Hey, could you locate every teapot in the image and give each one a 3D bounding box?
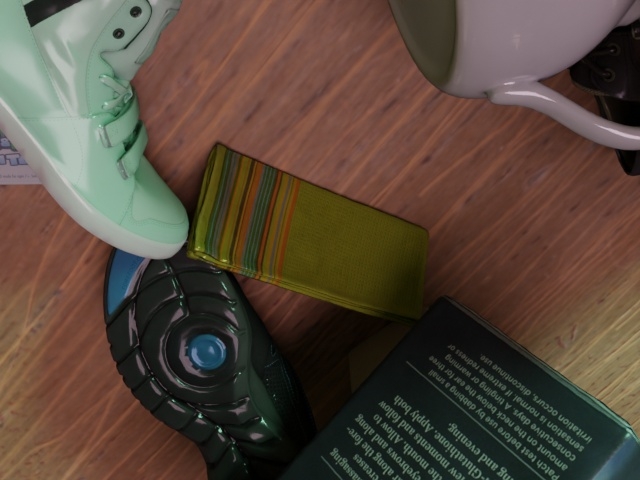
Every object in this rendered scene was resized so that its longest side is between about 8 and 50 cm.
[{"bbox_3d":[0.138,-0.216,0.514,0.187,0.252,0.256,-16,129,-3],"label":"teapot"}]

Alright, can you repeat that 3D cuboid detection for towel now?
[{"bbox_3d":[0.000,0.000,0.730,0.237,0.102,0.021,20,160,-27],"label":"towel"}]

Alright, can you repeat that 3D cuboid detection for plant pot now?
[{"bbox_3d":[0.087,0.151,0.855,0.096,0.109,0.109,-17,129,12],"label":"plant pot"}]

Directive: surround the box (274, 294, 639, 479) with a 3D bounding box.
[{"bbox_3d":[0.100,0.303,0.708,0.395,0.212,0.293,-48,132,-4],"label":"box"}]

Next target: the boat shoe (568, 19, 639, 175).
[{"bbox_3d":[0.253,-0.155,0.683,0.092,0.103,0.285,-38,132,6],"label":"boat shoe"}]

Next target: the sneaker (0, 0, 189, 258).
[{"bbox_3d":[-0.138,-0.100,0.585,0.151,0.094,0.256,-29,125,12],"label":"sneaker"}]

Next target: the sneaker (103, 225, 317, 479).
[{"bbox_3d":[-0.095,0.124,0.778,0.125,0.139,0.340,-18,109,9],"label":"sneaker"}]

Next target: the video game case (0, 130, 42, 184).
[{"bbox_3d":[-0.237,-0.107,0.626,0.157,0.019,0.143,-1,125,-15],"label":"video game case"}]
